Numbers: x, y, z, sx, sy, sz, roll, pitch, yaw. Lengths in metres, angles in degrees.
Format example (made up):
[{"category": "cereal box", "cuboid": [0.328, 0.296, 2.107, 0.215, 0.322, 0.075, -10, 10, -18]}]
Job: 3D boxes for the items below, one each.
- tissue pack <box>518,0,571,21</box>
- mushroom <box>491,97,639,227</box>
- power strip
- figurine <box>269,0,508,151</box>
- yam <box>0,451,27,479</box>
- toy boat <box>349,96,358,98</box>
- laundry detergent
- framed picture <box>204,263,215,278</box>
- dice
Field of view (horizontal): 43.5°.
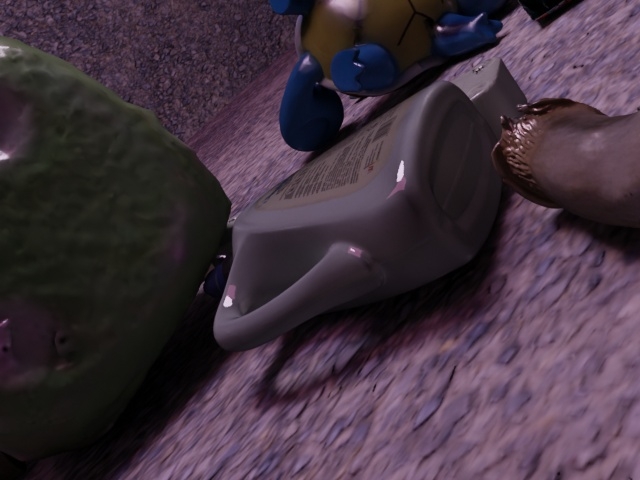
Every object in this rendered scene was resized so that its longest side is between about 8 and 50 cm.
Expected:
[{"category": "tissue pack", "cuboid": [0.294, -0.335, 0.918, 0.170, 0.090, 0.103, -35, 16, 23]}, {"category": "mushroom", "cuboid": [0.173, -0.046, 0.430, 0.092, 0.081, 0.223, -63, 19, -11]}, {"category": "power strip", "cuboid": [0.026, -0.053, 0.807, 0.385, 0.062, 0.091, -29, 19, 31]}, {"category": "figurine", "cuboid": [0.086, -0.291, 1.097, 0.416, 0.243, 0.298, -41, 59, 6]}, {"category": "yam", "cuboid": [-0.399, 0.275, 0.868, 0.169, 0.068, 0.068, -39, 16, -7]}, {"category": "toy boat", "cuboid": [0.149, -0.340, 1.305, 0.282, 0.096, 0.206, -53, 33, -12]}, {"category": "laundry detergent", "cuboid": [0.000, 0.000, 0.642, 0.281, 0.105, 0.215, -28, 21, 33]}, {"category": "framed picture", "cuboid": [-0.229, 0.070, 1.135, 0.184, 0.016, 0.250, -44, 16, -15]}, {"category": "dice", "cuboid": [-0.303, 0.014, 0.808, 0.330, 0.318, 0.322, -61, 15, -17]}]
